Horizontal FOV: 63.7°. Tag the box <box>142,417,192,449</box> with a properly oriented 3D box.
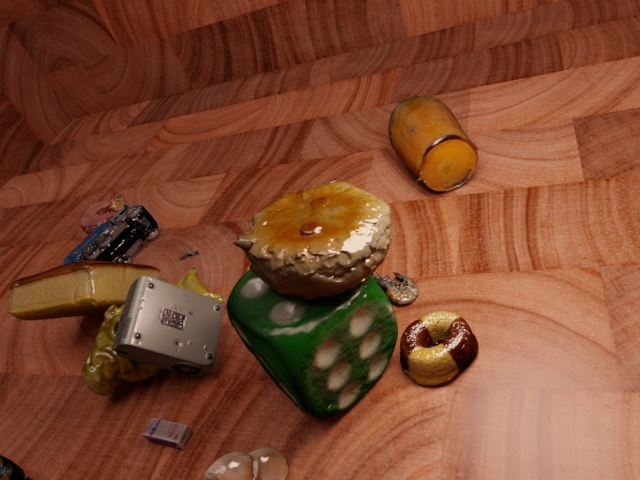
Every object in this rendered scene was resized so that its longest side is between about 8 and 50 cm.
[{"bbox_3d":[-0.375,0.473,1.263,0.117,0.036,0.050,1,45,28],"label":"box"}]

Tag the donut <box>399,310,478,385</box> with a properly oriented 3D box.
[{"bbox_3d":[0.262,0.235,1.172,0.184,0.073,0.166,-28,35,-6],"label":"donut"}]

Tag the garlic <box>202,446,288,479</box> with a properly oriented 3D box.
[{"bbox_3d":[-0.150,0.491,1.063,0.175,0.123,0.099,-9,-2,-32],"label":"garlic"}]

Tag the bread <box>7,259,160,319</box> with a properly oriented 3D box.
[{"bbox_3d":[-0.727,0.156,1.617,0.334,0.324,0.143,-12,81,15],"label":"bread"}]

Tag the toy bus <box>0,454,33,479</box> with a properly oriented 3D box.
[{"bbox_3d":[-0.761,0.627,1.243,0.114,0.098,0.201,-42,42,-22],"label":"toy bus"}]

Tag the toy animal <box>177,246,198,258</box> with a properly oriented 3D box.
[{"bbox_3d":[-0.468,0.039,1.830,0.084,0.028,0.050,-15,47,11],"label":"toy animal"}]

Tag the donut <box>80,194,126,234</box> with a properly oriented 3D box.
[{"bbox_3d":[-0.915,-0.095,2.185,0.199,0.085,0.232,-22,38,2],"label":"donut"}]

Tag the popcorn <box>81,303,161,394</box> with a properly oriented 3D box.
[{"bbox_3d":[-0.519,0.289,1.450,0.226,0.173,0.285,-9,38,12],"label":"popcorn"}]

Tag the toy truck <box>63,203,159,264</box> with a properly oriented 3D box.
[{"bbox_3d":[-0.787,0.019,1.934,0.175,0.146,0.367,7,48,40],"label":"toy truck"}]

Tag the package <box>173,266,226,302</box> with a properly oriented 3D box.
[{"bbox_3d":[-0.400,0.184,1.574,0.168,0.090,0.226,-41,43,-14],"label":"package"}]

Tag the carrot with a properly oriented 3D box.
[{"bbox_3d":[0.350,-0.326,1.663,0.224,0.224,0.340,-23,37,3],"label":"carrot"}]

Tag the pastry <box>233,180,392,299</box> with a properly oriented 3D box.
[{"bbox_3d":[0.000,0.000,1.073,0.330,0.136,0.329,-9,35,7],"label":"pastry"}]

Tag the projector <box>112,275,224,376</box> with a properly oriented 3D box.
[{"bbox_3d":[-0.392,0.229,1.359,0.108,0.251,0.198,-35,40,42],"label":"projector"}]

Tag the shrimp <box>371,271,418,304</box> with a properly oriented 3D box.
[{"bbox_3d":[0.195,0.118,1.382,0.091,0.034,0.161,-30,43,-26],"label":"shrimp"}]

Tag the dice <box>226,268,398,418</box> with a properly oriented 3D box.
[{"bbox_3d":[-0.017,0.199,1.184,0.287,0.297,0.300,-36,39,-20],"label":"dice"}]
